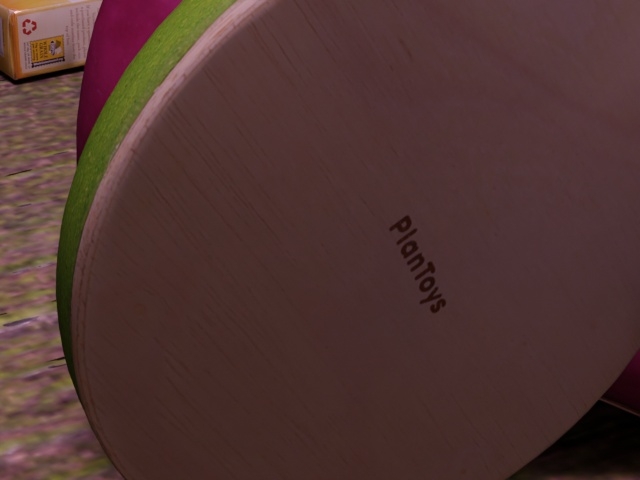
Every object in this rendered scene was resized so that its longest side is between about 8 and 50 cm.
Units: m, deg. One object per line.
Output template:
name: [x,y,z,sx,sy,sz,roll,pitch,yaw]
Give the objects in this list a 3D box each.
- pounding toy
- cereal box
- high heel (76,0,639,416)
pounding toy: [0.000,0.000,0.461,0.183,0.236,0.110,-12,36,-25]
cereal box: [-0.116,-0.165,1.031,0.240,0.047,0.173,-15,30,-30]
high heel: [0.107,-0.023,0.577,0.377,0.181,0.127,-9,24,-20]
